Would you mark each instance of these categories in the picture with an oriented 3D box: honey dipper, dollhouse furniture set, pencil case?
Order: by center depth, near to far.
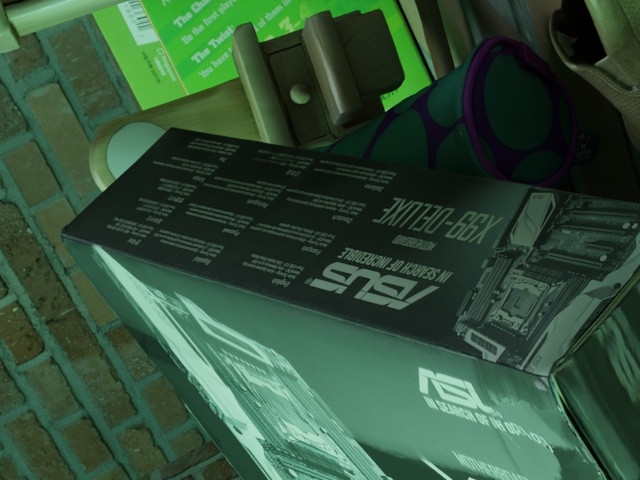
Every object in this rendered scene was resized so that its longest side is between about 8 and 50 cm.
[{"bbox_3d":[-0.081,-0.168,0.715,0.355,0.174,0.303,133,117,-85],"label":"dollhouse furniture set"},{"bbox_3d":[0.042,-0.030,0.739,0.064,0.070,0.152,41,147,-16],"label":"pencil case"},{"bbox_3d":[0.052,-0.100,0.815,0.030,0.030,0.160,59,175,41],"label":"honey dipper"}]

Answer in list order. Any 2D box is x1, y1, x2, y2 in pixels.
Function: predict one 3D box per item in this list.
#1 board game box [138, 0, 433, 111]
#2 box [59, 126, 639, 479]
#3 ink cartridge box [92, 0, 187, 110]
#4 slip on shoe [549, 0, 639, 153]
[{"bbox_3d":[-0.026,-0.124,0.952,0.259,0.124,0.039,64,176,-22],"label":"board game box"},{"bbox_3d":[0.059,0.081,0.675,0.307,0.076,0.242,14,144,54],"label":"box"},{"bbox_3d":[-0.057,-0.194,1.203,0.188,0.097,0.255,64,-151,-31],"label":"ink cartridge box"},{"bbox_3d":[0.088,-0.063,0.529,0.051,0.041,0.135,59,175,34],"label":"slip on shoe"}]
